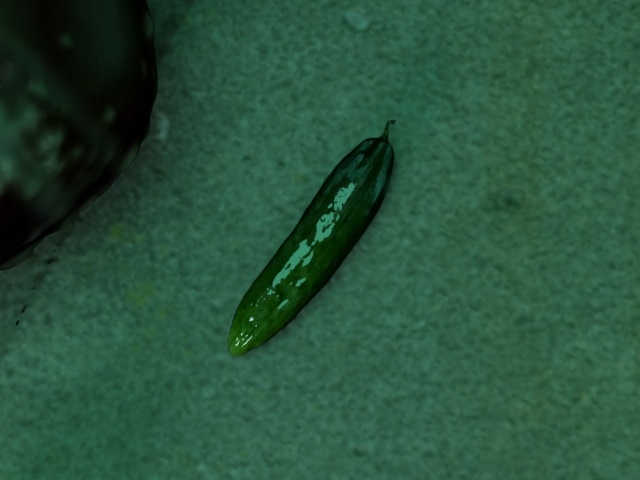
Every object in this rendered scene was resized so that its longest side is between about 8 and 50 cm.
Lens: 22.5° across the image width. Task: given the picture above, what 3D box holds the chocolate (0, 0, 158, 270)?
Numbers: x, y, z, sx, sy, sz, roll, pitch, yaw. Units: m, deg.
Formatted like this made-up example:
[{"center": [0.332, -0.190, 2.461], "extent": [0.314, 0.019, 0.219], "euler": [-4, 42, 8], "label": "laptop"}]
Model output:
[{"center": [-0.237, -0.061, 0.887], "extent": [0.340, 0.225, 0.210], "euler": [-30, 91, 1], "label": "chocolate"}]

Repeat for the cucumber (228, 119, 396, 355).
[{"center": [0.000, 0.000, 0.933], "extent": [0.039, 0.039, 0.168], "euler": [36, 87, 11], "label": "cucumber"}]
